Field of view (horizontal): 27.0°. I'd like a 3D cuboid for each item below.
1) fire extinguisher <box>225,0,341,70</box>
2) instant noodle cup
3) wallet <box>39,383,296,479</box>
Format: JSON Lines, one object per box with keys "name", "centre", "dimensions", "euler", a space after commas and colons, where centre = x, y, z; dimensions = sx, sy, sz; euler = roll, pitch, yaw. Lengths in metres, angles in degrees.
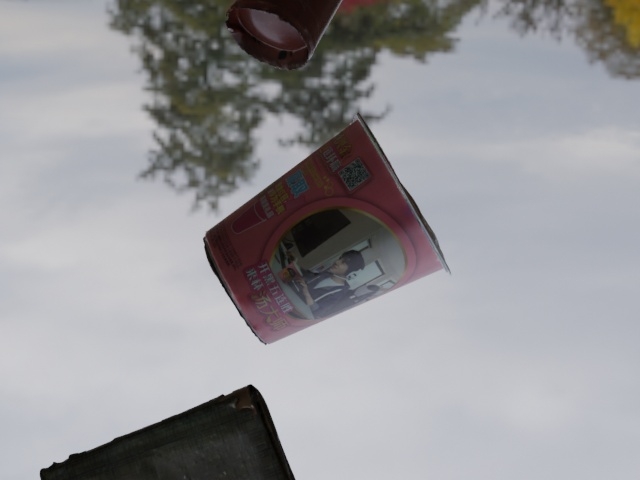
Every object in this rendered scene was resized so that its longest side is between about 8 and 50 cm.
{"name": "fire extinguisher", "centre": [-0.006, -0.355, 1.534], "dimensions": [0.147, 0.106, 0.337], "euler": [8, -122, 35]}
{"name": "instant noodle cup", "centre": [0.000, 0.000, 1.650], "dimensions": [0.255, 0.244, 0.244], "euler": [-29, -165, 4]}
{"name": "wallet", "centre": [-0.187, 0.305, 1.631], "dimensions": [0.317, 0.169, 0.044], "euler": [-23, 173, 16]}
